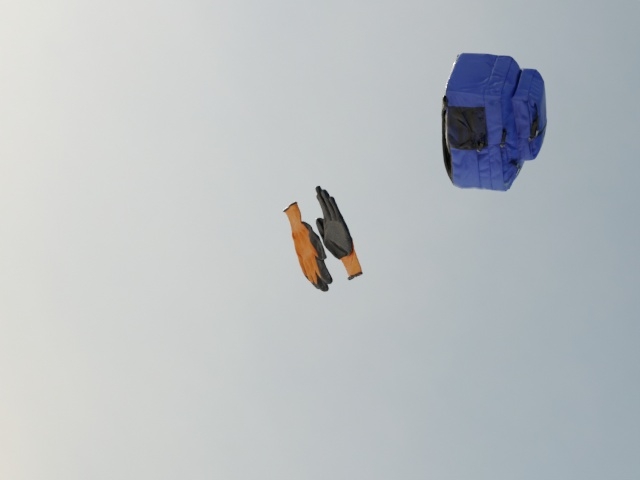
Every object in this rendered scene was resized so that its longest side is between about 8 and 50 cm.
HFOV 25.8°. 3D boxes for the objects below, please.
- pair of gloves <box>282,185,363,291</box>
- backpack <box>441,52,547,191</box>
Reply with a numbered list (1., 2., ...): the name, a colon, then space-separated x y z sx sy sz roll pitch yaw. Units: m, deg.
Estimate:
1. pair of gloves: 0.000 0.000 1.056 0.083 0.010 0.074 -28 -98 60
2. backpack: 0.166 -0.106 1.349 0.101 0.098 0.120 9 -55 18
